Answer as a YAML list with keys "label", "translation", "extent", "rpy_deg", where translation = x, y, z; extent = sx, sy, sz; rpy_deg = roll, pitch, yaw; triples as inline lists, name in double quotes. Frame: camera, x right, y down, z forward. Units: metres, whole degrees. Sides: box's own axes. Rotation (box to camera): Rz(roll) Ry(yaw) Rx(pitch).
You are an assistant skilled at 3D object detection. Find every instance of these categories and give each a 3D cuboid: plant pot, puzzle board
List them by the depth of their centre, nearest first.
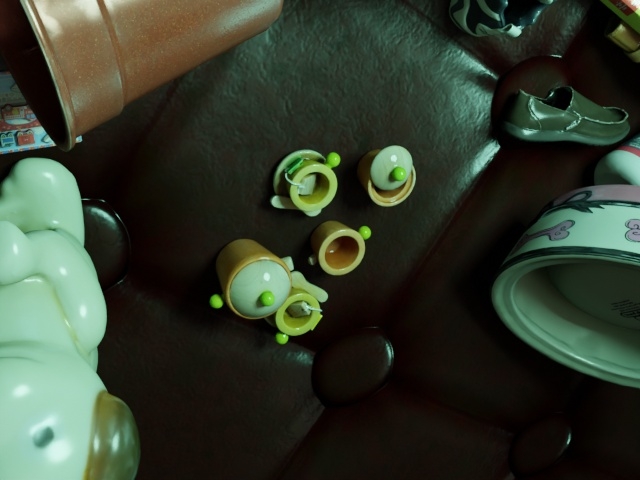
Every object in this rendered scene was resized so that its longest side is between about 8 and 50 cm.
- label: "plant pot"
  translation: [-0.198, -0.268, 0.871]
  extent: [0.265, 0.272, 0.273]
  rpy_deg: [-27, 123, -20]
- label: "puzzle board"
  translation: [-0.351, -0.151, 0.993]
  extent: [0.128, 0.011, 0.097]
  rpy_deg: [-12, 119, -20]

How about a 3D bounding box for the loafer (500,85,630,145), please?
- label: "loafer"
  translation: [0.379, -0.190, 1.277]
  extent: [0.219, 0.080, 0.078]
  rpy_deg: [-4, 116, -24]

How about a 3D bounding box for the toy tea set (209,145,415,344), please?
- label: "toy tea set"
  translation: [0.000, 0.000, 1.166]
  extent: [0.200, 0.124, 0.336]
  rpy_deg: [29, 100, -33]

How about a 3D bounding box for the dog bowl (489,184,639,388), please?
- label: "dog bowl"
  translation: [0.473, 0.073, 1.287]
  extent: [0.408, 0.407, 0.150]
  rpy_deg: [44, 57, -35]

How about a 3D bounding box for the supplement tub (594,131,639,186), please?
- label: "supplement tub"
  translation: [0.596, -0.118, 1.350]
  extent: [0.272, 0.191, 0.191]
  rpy_deg: [-33, 124, -7]

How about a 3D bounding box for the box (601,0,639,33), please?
- label: "box"
  translation: [0.447, -0.350, 1.179]
  extent: [0.232, 0.058, 0.087]
  rpy_deg: [40, 94, -4]

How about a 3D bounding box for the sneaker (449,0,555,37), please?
- label: "sneaker"
  translation: [0.270, -0.367, 1.094]
  extent: [0.094, 0.153, 0.235]
  rpy_deg: [24, 102, -33]

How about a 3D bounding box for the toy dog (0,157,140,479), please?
- label: "toy dog"
  translation: [-0.352, 0.153, 0.904]
  extent: [0.284, 0.408, 0.396]
  rpy_deg: [-13, 119, -19]

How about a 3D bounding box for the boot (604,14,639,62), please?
- label: "boot"
  translation: [0.559, -0.356, 1.280]
  extent: [0.220, 0.109, 0.284]
  rpy_deg: [29, 81, -8]
